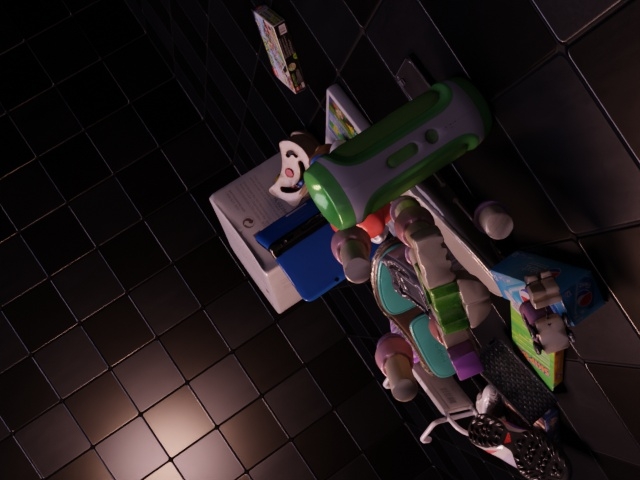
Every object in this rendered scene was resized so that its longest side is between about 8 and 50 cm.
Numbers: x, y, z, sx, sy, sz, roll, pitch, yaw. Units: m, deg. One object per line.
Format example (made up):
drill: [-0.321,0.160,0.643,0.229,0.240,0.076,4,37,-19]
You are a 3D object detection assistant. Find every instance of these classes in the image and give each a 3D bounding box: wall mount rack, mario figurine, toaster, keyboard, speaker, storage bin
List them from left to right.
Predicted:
mario figurine: [0.090,-0.117,1.786,0.198,0.170,0.320,22,-158,-31]
speaker: [0.124,-0.140,1.193,0.131,0.296,0.131,53,168,16]
keyboard: [0.196,-0.236,1.335,0.180,0.023,0.108,56,163,7]
toaster: [0.249,0.071,1.651,0.129,0.146,0.227,62,168,-29]
wall mount rack: [0.356,0.447,2.158,0.350,0.304,0.130,54,131,38]
storage bin: [0.418,0.304,1.642,0.180,0.084,0.122,48,-179,6]

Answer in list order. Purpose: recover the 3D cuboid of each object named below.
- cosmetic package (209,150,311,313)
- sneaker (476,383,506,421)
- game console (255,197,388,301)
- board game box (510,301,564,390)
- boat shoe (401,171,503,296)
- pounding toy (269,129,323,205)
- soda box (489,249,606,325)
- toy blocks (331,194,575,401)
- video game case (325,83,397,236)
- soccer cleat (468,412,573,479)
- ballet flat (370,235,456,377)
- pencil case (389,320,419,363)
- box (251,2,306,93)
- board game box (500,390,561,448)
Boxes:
cosmetic package: [-0.107,-0.029,2.419,0.329,0.327,0.394,52,169,20]
sneaker: [0.449,0.437,1.998,0.115,0.090,0.232,51,167,43]
game console: [0.000,0.000,2.130,0.173,0.293,0.250,61,168,-21]
board game box: [0.435,0.200,1.514,0.124,0.039,0.259,49,164,37]
boat shoe: [0.266,-0.043,1.452,0.335,0.095,0.112,48,170,13]
pounding toy: [-0.074,-0.203,2.119,0.154,0.155,0.269,44,135,1]
soda box: [0.383,0.077,1.290,0.067,0.071,0.210,60,168,-17]
toy blocks: [0.201,0.058,1.250,0.260,0.309,0.289,-99,-12,-71]
video game case: [0.118,-0.177,1.800,0.329,0.036,0.300,54,169,15]
soccer cleat: [0.492,0.502,1.794,0.116,0.109,0.318,28,173,-29]
ballet flat: [0.238,0.155,1.969,0.483,0.164,0.182,60,-177,-30]
pencil case: [0.248,0.259,2.172,0.088,0.086,0.206,39,-153,-25]
box: [-0.101,-0.477,1.876,0.114,0.036,0.207,47,166,40]
board game box: [0.509,0.427,1.824,0.165,0.042,0.243,45,164,43]
